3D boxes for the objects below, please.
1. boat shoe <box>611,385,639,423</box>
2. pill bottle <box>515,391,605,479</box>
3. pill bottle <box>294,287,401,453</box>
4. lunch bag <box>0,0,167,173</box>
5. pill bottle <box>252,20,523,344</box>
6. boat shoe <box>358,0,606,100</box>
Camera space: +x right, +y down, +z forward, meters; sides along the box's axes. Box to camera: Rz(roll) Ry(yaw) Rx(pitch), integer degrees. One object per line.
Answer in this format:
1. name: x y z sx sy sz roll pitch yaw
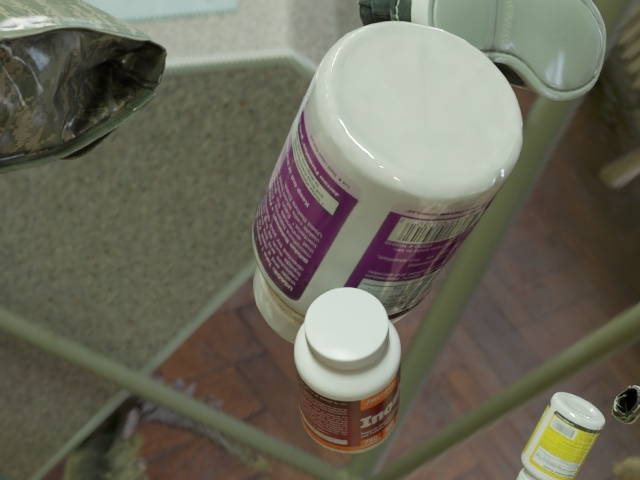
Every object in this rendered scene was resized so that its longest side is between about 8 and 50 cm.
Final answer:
1. boat shoe: 0.410 0.216 1.796 0.038 0.125 0.046 7 77 -12
2. pill bottle: 0.263 0.233 1.507 0.065 0.116 0.065 23 18 -8
3. pill bottle: 0.022 0.104 1.091 0.086 0.152 0.086 -1 57 2
4. lunch bag: -0.316 -0.182 1.307 0.235 0.169 0.287 28 25 21
5. pill bottle: 0.038 -0.028 1.128 0.169 0.301 0.169 9 57 -14
6. boat shoe: 0.159 -0.199 1.257 0.091 0.114 0.302 13 1 42
